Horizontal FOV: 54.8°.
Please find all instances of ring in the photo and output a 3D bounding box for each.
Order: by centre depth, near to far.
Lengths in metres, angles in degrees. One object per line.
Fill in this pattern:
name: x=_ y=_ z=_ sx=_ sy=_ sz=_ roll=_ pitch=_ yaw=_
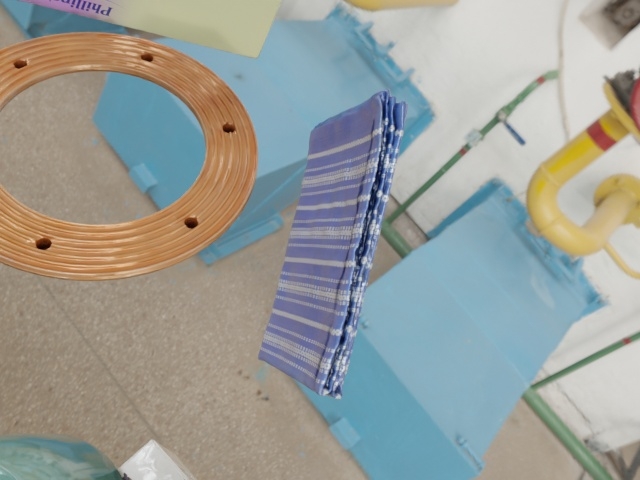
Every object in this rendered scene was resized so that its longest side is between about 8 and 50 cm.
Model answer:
ring: x=-0.234 y=-0.100 z=0.664 sx=0.336 sy=0.032 sz=0.336 roll=8 pitch=55 yaw=-11

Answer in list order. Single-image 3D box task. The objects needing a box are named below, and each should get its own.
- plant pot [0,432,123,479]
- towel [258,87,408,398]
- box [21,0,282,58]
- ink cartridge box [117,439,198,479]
plant pot: x=-0.438 y=0.402 z=0.844 sx=0.293 sy=0.235 sz=0.293 roll=0 pitch=66 yaw=0
towel: x=0.000 y=0.000 z=0.745 sx=0.040 sy=0.243 sz=0.336 roll=16 pitch=84 yaw=-22
box: x=-0.107 y=-0.272 z=0.402 sx=0.213 sy=0.243 sz=0.117 roll=6 pitch=48 yaw=-26
ink cartridge box: x=-0.330 y=0.468 z=1.053 sx=0.237 sy=0.172 sz=0.100 roll=-40 pitch=69 yaw=-18
